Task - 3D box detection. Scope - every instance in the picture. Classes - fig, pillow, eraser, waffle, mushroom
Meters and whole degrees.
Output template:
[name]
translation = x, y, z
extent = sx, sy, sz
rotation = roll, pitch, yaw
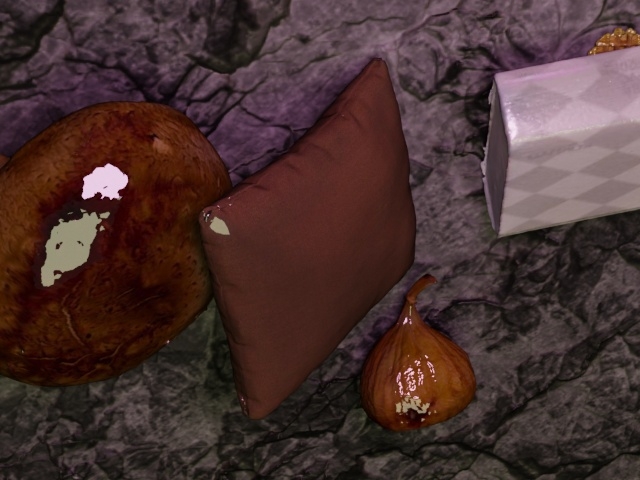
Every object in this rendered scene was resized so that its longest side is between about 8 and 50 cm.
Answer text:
[fig]
translation = 0.108, 0.136, 1.758
extent = 0.146, 0.133, 0.201
rotation = -26, 115, -29
[pillow]
translation = 0.000, 0.000, 1.531
extent = 0.308, 0.108, 0.305
rotation = -43, 142, -32
[eraser]
translation = 0.385, -0.127, 1.593
extent = 0.396, 0.082, 0.213
rotation = -11, 146, -6
[waffle]
translation = 0.331, -0.198, 1.577
extent = 0.078, 0.016, 0.085
rotation = -29, 132, 7
[mushroom]
translation = -0.236, 0.016, 1.491
extent = 0.345, 0.239, 0.345
rotation = -9, 157, -4
